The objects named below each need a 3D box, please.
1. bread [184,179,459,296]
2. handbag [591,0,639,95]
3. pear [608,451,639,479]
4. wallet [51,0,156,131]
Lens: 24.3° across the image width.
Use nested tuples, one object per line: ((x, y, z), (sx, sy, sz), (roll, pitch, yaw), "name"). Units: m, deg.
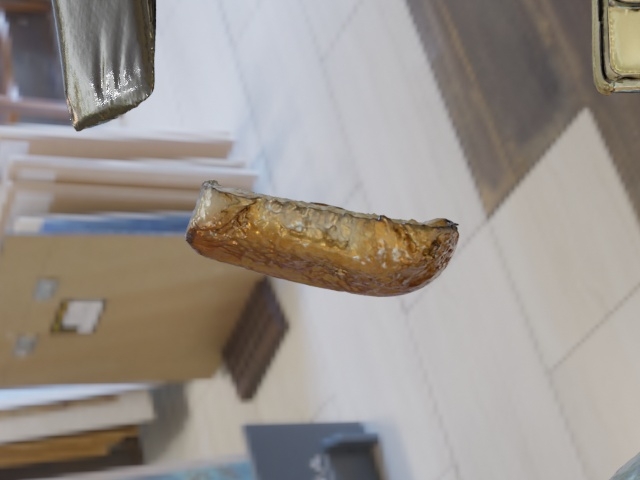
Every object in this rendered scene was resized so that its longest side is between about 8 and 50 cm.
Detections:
((0.000, 0.000, 0.702), (0.126, 0.129, 0.044), (58, -134, -87), "bread")
((0.533, -0.316, 1.897), (0.160, 0.358, 0.237), (67, -157, -81), "handbag")
((0.325, 0.296, 1.032), (0.352, 0.413, 0.352), (62, -174, -11), "pear")
((-0.175, -0.220, 1.205), (0.168, 0.052, 0.245), (-12, 83, 57), "wallet")
